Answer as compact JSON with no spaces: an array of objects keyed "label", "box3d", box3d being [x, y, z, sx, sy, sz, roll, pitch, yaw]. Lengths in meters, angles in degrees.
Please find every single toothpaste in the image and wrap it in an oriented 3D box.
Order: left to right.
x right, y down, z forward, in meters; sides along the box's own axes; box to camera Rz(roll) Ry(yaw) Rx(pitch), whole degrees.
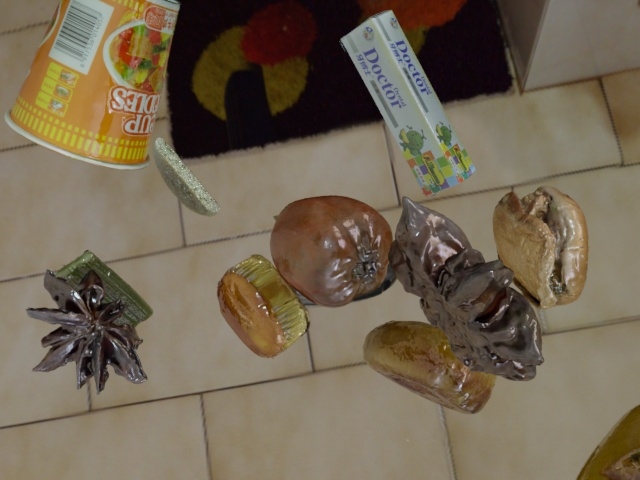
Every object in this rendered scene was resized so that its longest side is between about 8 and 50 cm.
[{"label":"toothpaste","box3d":[0.078,-0.118,0.640,0.034,0.046,0.164,-36,100,-40]}]

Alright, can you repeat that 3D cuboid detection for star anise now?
[{"label":"star anise","box3d":[-0.443,0.174,1.382,0.129,0.212,0.282,-33,99,38]},{"label":"star anise","box3d":[0.199,0.074,1.004,0.108,0.315,0.315,-36,74,-6]}]

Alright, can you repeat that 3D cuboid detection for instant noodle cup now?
[{"label":"instant noodle cup","box3d":[-0.239,-0.195,0.795,0.168,0.168,0.184,28,105,13]}]

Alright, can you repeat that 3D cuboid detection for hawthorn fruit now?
[{"label":"hawthorn fruit","box3d":[0.000,0.000,1.255,0.251,0.199,0.199,33,80,40]}]

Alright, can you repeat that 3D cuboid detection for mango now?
[{"label":"mango","box3d":[0.350,0.287,0.792,0.130,0.167,0.262,32,50,3]}]

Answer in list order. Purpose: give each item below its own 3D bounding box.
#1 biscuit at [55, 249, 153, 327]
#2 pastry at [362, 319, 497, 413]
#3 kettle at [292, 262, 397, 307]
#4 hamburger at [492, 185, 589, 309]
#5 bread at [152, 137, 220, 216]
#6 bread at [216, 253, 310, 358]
[{"label":"biscuit","box3d":[-0.466,0.124,1.592,0.099,0.322,0.038,-31,59,-5]},{"label":"pastry","box3d":[0.268,0.297,1.760,0.356,0.356,0.163,24,80,13]},{"label":"kettle","box3d":[0.050,0.066,1.694,0.271,0.250,0.207,3,71,2]},{"label":"hamburger","box3d":[0.440,0.016,1.437,0.146,0.286,0.243,-12,72,-3]},{"label":"bread","box3d":[-0.292,-0.115,1.502,0.036,0.112,0.193,-40,94,-27]},{"label":"bread","box3d":[-0.116,0.128,1.379,0.190,0.132,0.114,48,47,11]}]
